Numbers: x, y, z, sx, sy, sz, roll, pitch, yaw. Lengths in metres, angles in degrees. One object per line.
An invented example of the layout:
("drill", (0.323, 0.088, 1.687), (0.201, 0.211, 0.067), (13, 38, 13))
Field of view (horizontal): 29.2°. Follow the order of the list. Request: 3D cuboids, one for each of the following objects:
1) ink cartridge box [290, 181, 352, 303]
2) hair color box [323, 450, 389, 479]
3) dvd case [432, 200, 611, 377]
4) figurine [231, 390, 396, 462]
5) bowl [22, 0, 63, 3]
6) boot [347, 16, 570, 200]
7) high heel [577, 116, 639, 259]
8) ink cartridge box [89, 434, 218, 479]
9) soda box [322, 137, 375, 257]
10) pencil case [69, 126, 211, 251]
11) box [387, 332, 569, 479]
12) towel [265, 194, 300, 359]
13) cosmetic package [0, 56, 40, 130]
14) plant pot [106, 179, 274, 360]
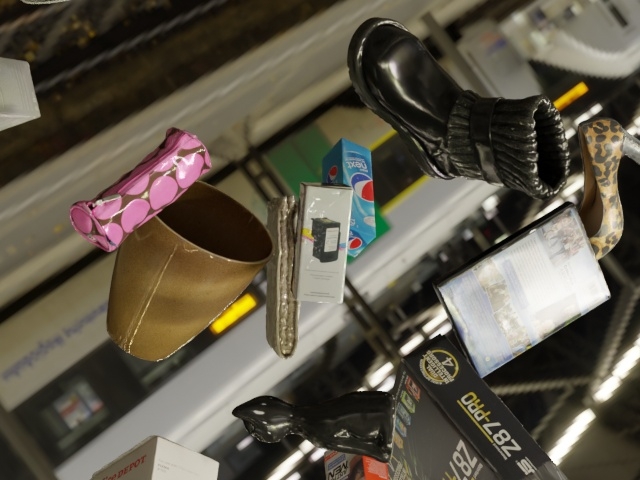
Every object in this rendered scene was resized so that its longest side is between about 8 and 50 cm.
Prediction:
("ink cartridge box", (0.000, 0.000, 1.868), (0.072, 0.175, 0.127), (5, -176, -5))
("hair color box", (0.057, 0.380, 1.855), (0.093, 0.053, 0.167), (-41, -138, 36))
("dvd case", (0.311, 0.075, 1.878), (0.253, 0.180, 0.022), (-30, -157, -9))
("figurine", (-0.013, 0.243, 1.664), (0.209, 0.092, 0.215), (6, 171, -1))
("bowl", (-0.472, -0.491, 2.178), (0.142, 0.142, 0.053), (-4, -176, 12))
("boot", (0.221, -0.208, 1.901), (0.260, 0.348, 0.131), (15, -114, 50))
("high heel", (0.424, -0.073, 2.002), (0.261, 0.186, 0.093), (-57, -146, 11))
("ink cartridge box", (-0.256, 0.447, 1.729), (0.207, 0.117, 0.283), (-36, -144, 41))
("soda box", (0.049, -0.078, 2.200), (0.071, 0.067, 0.210), (-46, -146, 41))
("pencil case", (-0.247, -0.076, 1.711), (0.209, 0.095, 0.098), (-44, 151, -26))
("box", (0.229, 0.374, 1.975), (0.097, 0.318, 0.395), (-30, 155, -24))
("towel", (-0.065, 0.060, 2.172), (0.049, 0.282, 0.187), (1, -178, -7))
("cosmetic package", (-0.549, -0.222, 1.875), (0.127, 0.107, 0.238), (-15, 174, 17))
("plant pot", (-0.234, 0.061, 1.961), (0.254, 0.237, 0.237), (-59, 172, 22))
